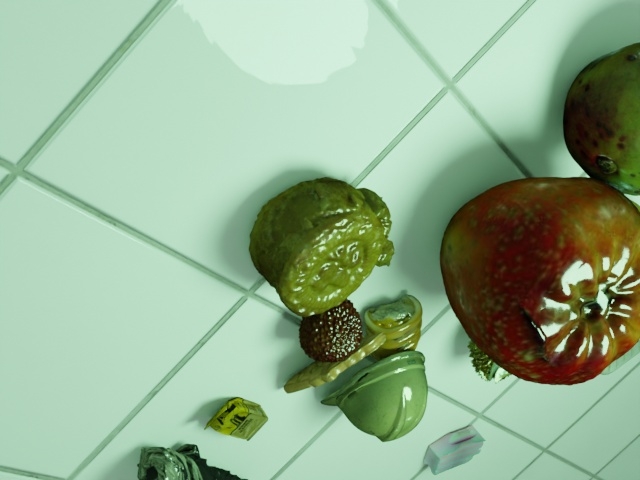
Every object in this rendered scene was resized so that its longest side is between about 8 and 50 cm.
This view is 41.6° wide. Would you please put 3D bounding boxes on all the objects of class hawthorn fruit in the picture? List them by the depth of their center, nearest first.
[{"bbox_3d":[0.406,0.065,1.584,0.402,0.403,0.403,-20,137,-20],"label":"hawthorn fruit"}]

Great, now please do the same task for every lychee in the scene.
[{"bbox_3d":[0.019,0.162,1.571,0.123,0.129,0.123,-5,173,-1],"label":"lychee"}]

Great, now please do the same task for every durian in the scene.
[{"bbox_3d":[0.432,0.206,1.899,0.237,0.138,0.194,-13,129,-25],"label":"durian"}]

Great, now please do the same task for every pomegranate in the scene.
[{"bbox_3d":[0.603,-0.227,1.525,0.323,0.291,0.291,-25,139,-26],"label":"pomegranate"}]

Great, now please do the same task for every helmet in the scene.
[{"bbox_3d":[0.133,0.345,1.744,0.204,0.137,0.257,-2,150,-37],"label":"helmet"}]

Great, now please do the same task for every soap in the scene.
[{"bbox_3d":[0.355,0.549,2.223,0.149,0.056,0.100,-13,136,-26],"label":"soap"}]

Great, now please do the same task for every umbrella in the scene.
[{"bbox_3d":[-0.229,0.484,1.698,0.106,0.113,0.357,-20,150,20],"label":"umbrella"}]

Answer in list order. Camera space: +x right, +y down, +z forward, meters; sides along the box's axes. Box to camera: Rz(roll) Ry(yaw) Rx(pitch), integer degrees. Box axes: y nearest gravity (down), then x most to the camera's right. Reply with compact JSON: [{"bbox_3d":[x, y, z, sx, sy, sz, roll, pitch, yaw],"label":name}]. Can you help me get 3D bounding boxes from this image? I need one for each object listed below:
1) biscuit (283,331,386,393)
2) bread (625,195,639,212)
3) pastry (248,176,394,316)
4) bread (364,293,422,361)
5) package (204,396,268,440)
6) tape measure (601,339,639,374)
[{"bbox_3d":[0.022,0.238,1.647,0.250,0.035,0.162,-34,-179,25],"label":"biscuit"},{"bbox_3d":[0.624,0.019,1.865,0.227,0.142,0.253,-38,143,-2],"label":"bread"},{"bbox_3d":[0.000,0.000,1.409,0.235,0.132,0.240,-35,147,-18],"label":"pastry"},{"bbox_3d":[0.152,0.183,1.715,0.119,0.084,0.177,-25,142,-14],"label":"bread"},{"bbox_3d":[-0.170,0.347,1.654,0.071,0.047,0.131,-48,138,15],"label":"package"},{"bbox_3d":[0.770,0.201,2.155,0.258,0.130,0.265,-31,134,-12],"label":"tape measure"}]
